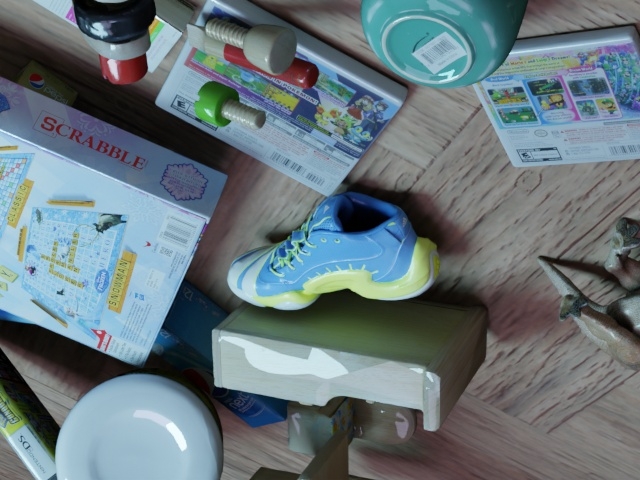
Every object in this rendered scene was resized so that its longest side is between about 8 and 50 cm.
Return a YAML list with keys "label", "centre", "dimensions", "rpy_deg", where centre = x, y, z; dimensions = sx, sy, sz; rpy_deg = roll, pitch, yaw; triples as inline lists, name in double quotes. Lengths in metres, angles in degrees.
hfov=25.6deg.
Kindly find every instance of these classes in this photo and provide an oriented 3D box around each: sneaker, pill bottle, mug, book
- label: "sneaker"
  centre: [0.000, 0.000, 1.455]
  dimensions: [0.240, 0.091, 0.126]
  rpy_deg: [-6, 134, 22]
- label: "pill bottle"
  centre: [-0.211, 0.249, 1.702]
  dimensions: [0.188, 0.188, 0.334]
  rpy_deg: [24, 175, -3]
- label: "mug"
  centre: [0.096, -0.194, 1.122]
  dimensions: [0.129, 0.097, 0.158]
  rpy_deg: [9, 144, 18]
- label: "book"
  centre: [-0.200, -0.220, 1.306]
  dimensions: [0.144, 0.035, 0.096]
  rpy_deg: [31, 147, -13]

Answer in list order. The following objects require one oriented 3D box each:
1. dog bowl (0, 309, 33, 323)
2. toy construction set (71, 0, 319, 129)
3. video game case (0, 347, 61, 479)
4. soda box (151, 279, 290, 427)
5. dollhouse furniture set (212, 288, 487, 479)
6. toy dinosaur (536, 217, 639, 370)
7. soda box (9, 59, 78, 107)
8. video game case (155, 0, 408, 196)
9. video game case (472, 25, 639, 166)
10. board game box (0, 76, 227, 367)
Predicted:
- label: "dog bowl"
  centre: [-0.411, 0.029, 1.718]
  dimensions: [0.297, 0.074, 0.166]
  rpy_deg: [4, 142, 23]
- label: "toy construction set"
  centre: [-0.150, -0.234, 1.137]
  dimensions: [0.237, 0.257, 0.309]
  rpy_deg: [23, 160, 29]
- label: "video game case"
  centre: [-0.391, 0.206, 1.786]
  dimensions: [0.248, 0.035, 0.275]
  rpy_deg: [52, 173, 5]
- label: "soda box"
  centre: [-0.123, 0.141, 1.716]
  dimensions: [0.210, 0.071, 0.067]
  rpy_deg: [41, 141, -26]
- label: "dollhouse furniture set"
  centre: [0.035, 0.264, 1.571]
  dimensions: [0.256, 0.362, 0.394]
  rpy_deg: [8, 114, 21]
- label: "toy dinosaur"
  centre: [0.348, 0.087, 1.356]
  dimensions: [0.296, 0.127, 0.200]
  rpy_deg: [2, 148, 35]
- label: "soda box"
  centre: [-0.332, -0.118, 1.489]
  dimensions: [0.061, 0.058, 0.181]
  rpy_deg: [36, 143, -21]
- label: "video game case"
  centre: [-0.042, -0.137, 1.341]
  dimensions: [0.201, 0.023, 0.183]
  rpy_deg: [28, 145, -8]
- label: "video game case"
  centre: [0.218, -0.122, 1.226]
  dimensions: [0.157, 0.019, 0.143]
  rpy_deg: [-2, 139, 32]
- label: "board game box"
  centre: [-0.290, -0.021, 1.481]
  dimensions: [0.318, 0.066, 0.318]
  rpy_deg: [24, 142, -6]
